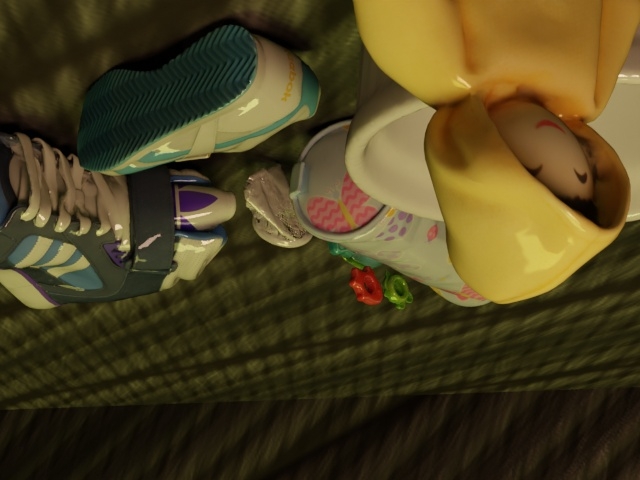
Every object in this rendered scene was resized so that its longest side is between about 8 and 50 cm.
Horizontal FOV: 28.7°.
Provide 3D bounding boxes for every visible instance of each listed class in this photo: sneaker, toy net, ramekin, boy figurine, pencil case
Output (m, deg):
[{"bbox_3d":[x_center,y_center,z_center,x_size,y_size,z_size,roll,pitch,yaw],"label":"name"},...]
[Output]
[{"bbox_3d":[-0.202,-0.041,1.130,0.236,0.130,0.323,-13,155,7],"label":"sneaker"},{"bbox_3d":[-0.104,-0.095,0.975,0.229,0.087,0.092,-12,161,41],"label":"sneaker"},{"bbox_3d":[0.000,0.000,1.221,0.045,0.122,0.232,-23,152,38],"label":"toy net"},{"bbox_3d":[0.154,-0.111,0.824,0.277,0.135,0.277,1,164,0],"label":"ramekin"},{"bbox_3d":[0.080,-0.117,0.554,0.177,0.285,0.092,16,158,-33],"label":"boy figurine"},{"bbox_3d":[0.086,-0.021,1.162,0.124,0.113,0.273,16,174,34],"label":"pencil case"}]
